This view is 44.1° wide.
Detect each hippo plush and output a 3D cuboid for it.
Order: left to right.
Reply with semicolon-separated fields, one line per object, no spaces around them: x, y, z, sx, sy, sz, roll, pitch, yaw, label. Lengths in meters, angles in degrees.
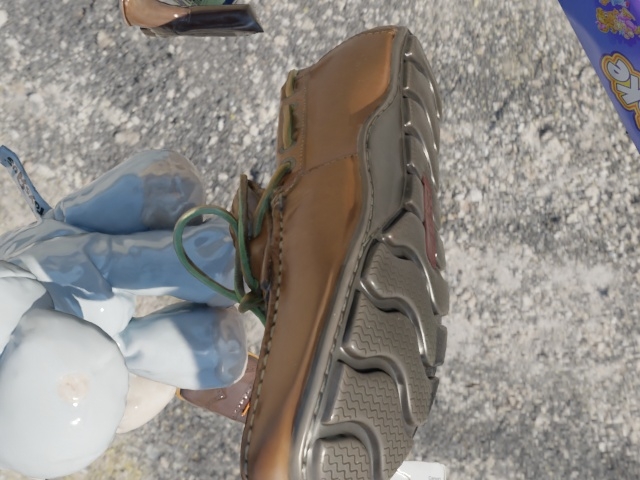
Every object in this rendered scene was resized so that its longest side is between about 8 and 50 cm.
-0.195;0.038;0.593;0.294;0.236;0.234;42;104;1;hippo plush

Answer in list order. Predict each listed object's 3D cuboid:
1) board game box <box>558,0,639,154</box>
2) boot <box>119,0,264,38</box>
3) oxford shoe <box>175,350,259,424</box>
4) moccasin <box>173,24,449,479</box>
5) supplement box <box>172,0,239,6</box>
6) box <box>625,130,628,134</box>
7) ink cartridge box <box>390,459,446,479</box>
0.301;-0.121;0.490;0.233;0.078;0.347;-39;108;-13;board game box
-0.109;-0.200;0.693;0.114;0.106;0.037;4;93;6;boot
-0.090;0.222;1.128;0.271;0.098;0.097;19;105;-48;oxford shoe
-0.001;-0.002;0.520;0.147;0.380;0.139;-14;139;22;moccasin
-0.123;-0.296;0.877;0.083;0.083;0.056;34;157;-10;supplement box
0.441;-0.166;0.999;0.027;0.137;0.094;28;105;43;box
0.048;0.415;1.298;0.197;0.114;0.273;11;161;-25;ink cartridge box
